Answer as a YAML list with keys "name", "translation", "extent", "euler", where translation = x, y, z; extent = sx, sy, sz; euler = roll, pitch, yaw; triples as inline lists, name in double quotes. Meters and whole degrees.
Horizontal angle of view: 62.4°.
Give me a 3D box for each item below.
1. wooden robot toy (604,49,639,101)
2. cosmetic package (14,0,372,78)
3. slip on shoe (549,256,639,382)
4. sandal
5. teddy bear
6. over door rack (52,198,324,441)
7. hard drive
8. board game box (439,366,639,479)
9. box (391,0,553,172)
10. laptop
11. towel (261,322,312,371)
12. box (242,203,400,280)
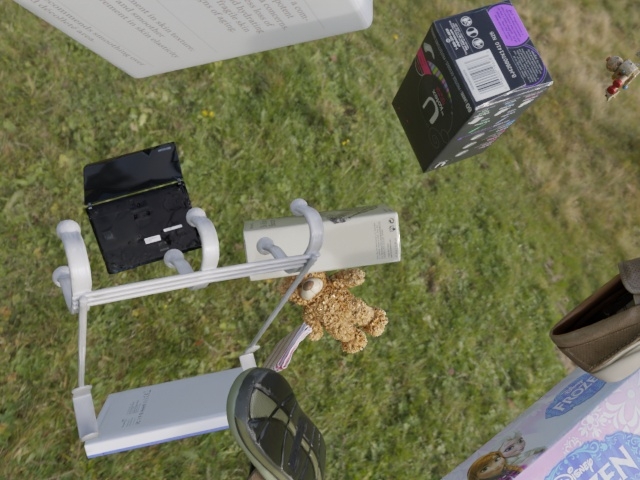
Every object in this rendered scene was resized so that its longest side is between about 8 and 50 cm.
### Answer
- name: "wooden robot toy"
  translation: [0.690, -0.398, 1.223]
  extent: [0.076, 0.173, 0.079]
  euler: [-32, 74, -11]
- name: "cosmetic package"
  translation: [-0.167, -0.440, 0.628]
  extent: [0.329, 0.393, 0.328]
  euler: [27, 63, -65]
- name: "slip on shoe"
  translation: [0.181, 0.025, 0.283]
  extent: [0.041, 0.135, 0.051]
  euler: [32, 41, 2]
- name: "sandal"
  translation: [-0.059, 0.269, 0.667]
  extent: [0.120, 0.086, 0.303]
  euler: [-69, 147, -52]
- name: "teddy bear"
  translation: [0.039, 0.189, 1.504]
  extent: [0.338, 0.245, 0.113]
  euler: [60, 16, -21]
- name: "over door rack"
  translation: [-0.155, 0.081, 0.583]
  extent: [0.239, 0.324, 0.108]
  euler: [-8, 52, -29]
- name: "hard drive"
  translation: [-0.316, 0.363, 1.146]
  extent: [0.318, 0.210, 0.040]
  euler: [-10, 103, -6]
- name: "board game box"
  translation: [0.306, 0.222, 0.396]
  extent: [0.318, 0.066, 0.318]
  euler: [-34, 88, -14]
- name: "box"
  translation: [0.246, -0.255, 0.927]
  extent: [0.143, 0.270, 0.165]
  euler: [-20, 79, -10]
- name: "laptop"
  translation: [-0.434, -0.085, 1.292]
  extent: [0.234, 0.136, 0.265]
  euler: [-17, 102, -8]
- name: "towel"
  translation: [-0.102, 0.300, 1.372]
  extent: [0.029, 0.197, 0.144]
  euler: [40, 52, -5]
- name: "box"
  translation: [0.000, 0.000, 0.967]
  extent: [0.274, 0.113, 0.094]
  euler: [-7, 102, -6]
